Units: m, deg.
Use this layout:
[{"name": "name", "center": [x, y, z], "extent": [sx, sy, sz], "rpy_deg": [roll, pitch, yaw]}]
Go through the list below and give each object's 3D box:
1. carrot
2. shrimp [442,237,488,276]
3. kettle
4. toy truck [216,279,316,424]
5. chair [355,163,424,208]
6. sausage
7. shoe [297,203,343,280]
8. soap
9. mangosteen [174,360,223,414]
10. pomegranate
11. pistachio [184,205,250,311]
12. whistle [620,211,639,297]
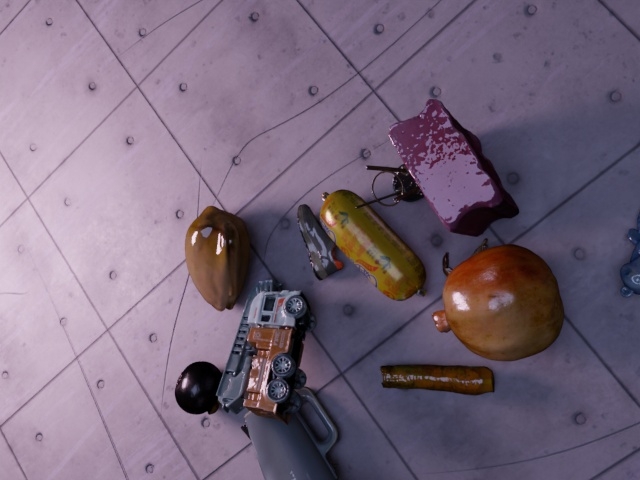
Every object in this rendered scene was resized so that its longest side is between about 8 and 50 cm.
[{"name": "carrot", "center": [0.263, 0.316, 1.416], "extent": [0.260, 0.070, 0.070], "rpy_deg": [-2, 86, 20]}, {"name": "shrimp", "center": [0.336, 0.040, 1.430], "extent": [0.091, 0.025, 0.127], "rpy_deg": [37, 102, 19]}, {"name": "kettle", "center": [-0.059, 0.493, 1.493], "extent": [0.211, 0.160, 0.243], "rpy_deg": [-28, 71, -2]}, {"name": "toy truck", "center": [-0.124, 0.250, 1.482], "extent": [0.185, 0.133, 0.338], "rpy_deg": [4, 64, 14]}, {"name": "chair", "center": [0.169, -0.121, 1.420], "extent": [0.095, 0.222, 0.104], "rpy_deg": [-45, 74, 37]}, {"name": "sausage", "center": [0.118, 0.008, 1.458], "extent": [0.123, 0.123, 0.347], "rpy_deg": [-46, 74, 12]}, {"name": "shoe", "center": [0.000, -0.002, 1.535], "extent": [0.077, 0.074, 0.194], "rpy_deg": [-17, 84, 6]}, {"name": "soap", "center": [0.290, -0.136, 1.281], "extent": [0.128, 0.359, 0.233], "rpy_deg": [-33, 76, 19]}, {"name": "mangosteen", "center": [-0.297, 0.385, 1.595], "extent": [0.151, 0.137, 0.137], "rpy_deg": [25, 97, -15]}, {"name": "pomegranate", "center": [0.363, 0.136, 1.300], "extent": [0.271, 0.252, 0.229], "rpy_deg": [-19, 101, 16]}, {"name": "pistachio", "center": [-0.267, 0.047, 1.587], "extent": [0.213, 0.163, 0.260], "rpy_deg": [40, 126, 56]}, {"name": "whistle", "center": [0.710, 0.013, 1.261], "extent": [0.269, 0.093, 0.180], "rpy_deg": [-53, 47, 9]}]
